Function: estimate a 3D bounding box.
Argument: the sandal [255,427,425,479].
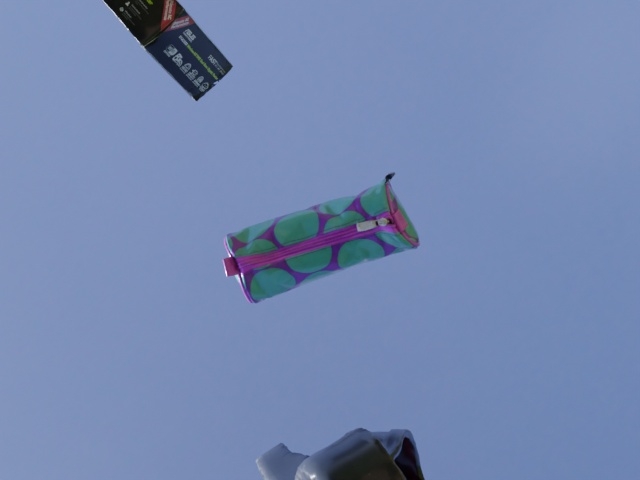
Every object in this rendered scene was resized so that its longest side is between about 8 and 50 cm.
[{"bbox_3d":[0.047,0.189,0.924,0.107,0.446,0.168,-26,-95,-10],"label":"sandal"}]

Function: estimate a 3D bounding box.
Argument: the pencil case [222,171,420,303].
[{"bbox_3d":[0.000,0.000,1.193,0.070,0.151,0.065,-11,-98,-81],"label":"pencil case"}]

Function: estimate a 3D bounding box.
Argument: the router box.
[{"bbox_3d":[-0.121,-0.161,0.998,0.122,0.038,0.092,49,-179,24],"label":"router box"}]
